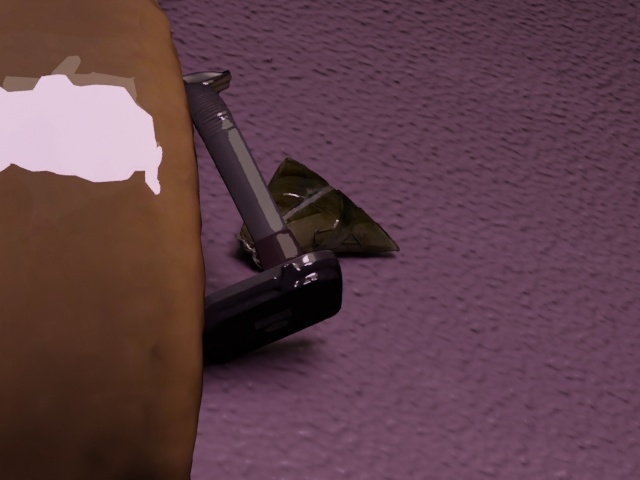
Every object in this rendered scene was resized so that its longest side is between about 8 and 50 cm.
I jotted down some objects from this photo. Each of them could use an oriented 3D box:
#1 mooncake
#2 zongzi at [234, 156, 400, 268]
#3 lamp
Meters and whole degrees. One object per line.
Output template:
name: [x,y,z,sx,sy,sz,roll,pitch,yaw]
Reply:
mooncake: [-0.210,0.018,1.024,0.246,0.393,0.394,-3,76,-24]
zongzi: [0.000,0.000,1.474,0.119,0.055,0.109,34,38,-2]
lamp: [-0.121,-0.023,1.373,0.203,0.124,0.283,-25,56,-5]
